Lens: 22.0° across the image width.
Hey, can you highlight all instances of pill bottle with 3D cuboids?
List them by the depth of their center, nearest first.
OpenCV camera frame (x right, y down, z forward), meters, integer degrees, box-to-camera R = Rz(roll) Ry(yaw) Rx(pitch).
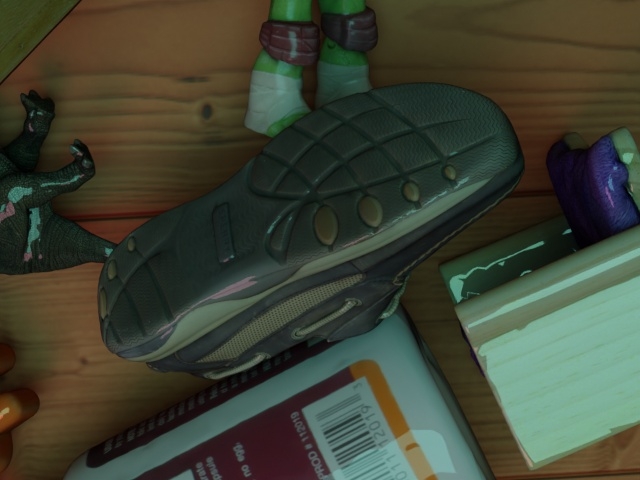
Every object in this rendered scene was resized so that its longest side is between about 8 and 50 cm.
[{"bbox_3d":[-0.063,0.228,1.299,0.392,0.224,0.224,-27,103,4],"label":"pill bottle"}]

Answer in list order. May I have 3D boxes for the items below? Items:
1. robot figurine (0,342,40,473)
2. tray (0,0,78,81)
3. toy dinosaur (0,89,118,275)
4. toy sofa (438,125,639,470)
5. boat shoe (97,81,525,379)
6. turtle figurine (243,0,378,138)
[{"bbox_3d":[-0.336,0.163,1.321,0.219,0.128,0.158,-29,125,5],"label":"robot figurine"},{"bbox_3d":[-0.285,-0.188,1.133,0.203,0.076,0.411,43,54,-11],"label":"tray"},{"bbox_3d":[-0.272,-0.045,1.298,0.313,0.121,0.160,28,115,-16],"label":"toy dinosaur"},{"bbox_3d":[0.167,0.029,1.189,0.150,0.362,0.177,-24,92,4],"label":"toy sofa"},{"bbox_3d":[0.000,0.000,1.209,0.355,0.132,0.130,-24,143,26],"label":"boat shoe"},{"bbox_3d":[0.039,-0.208,1.212,0.274,0.198,0.266,5,109,3],"label":"turtle figurine"}]
